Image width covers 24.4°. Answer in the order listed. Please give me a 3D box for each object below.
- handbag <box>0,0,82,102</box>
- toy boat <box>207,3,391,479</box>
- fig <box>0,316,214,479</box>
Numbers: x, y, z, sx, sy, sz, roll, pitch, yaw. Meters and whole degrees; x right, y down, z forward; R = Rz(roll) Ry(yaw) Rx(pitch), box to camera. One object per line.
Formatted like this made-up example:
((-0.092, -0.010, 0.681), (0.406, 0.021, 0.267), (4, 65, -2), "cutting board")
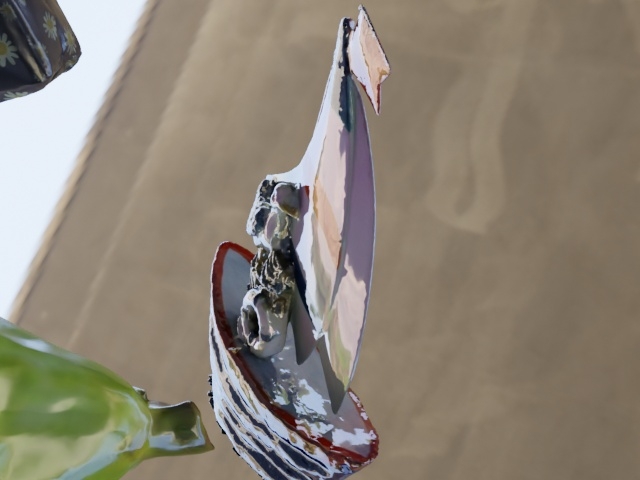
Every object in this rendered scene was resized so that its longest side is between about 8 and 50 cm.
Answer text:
((-0.216, -0.118, 0.821), (0.139, 0.115, 0.072), (-24, -166, 19), "handbag")
((0.003, 0.029, 0.899), (0.318, 0.072, 0.219), (-54, -135, 50), "toy boat")
((-0.240, 0.080, 0.680), (0.314, 0.233, 0.233), (-31, -134, -9), "fig")
